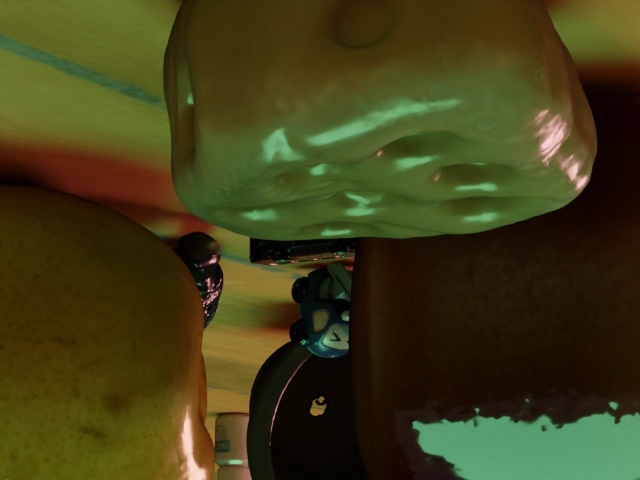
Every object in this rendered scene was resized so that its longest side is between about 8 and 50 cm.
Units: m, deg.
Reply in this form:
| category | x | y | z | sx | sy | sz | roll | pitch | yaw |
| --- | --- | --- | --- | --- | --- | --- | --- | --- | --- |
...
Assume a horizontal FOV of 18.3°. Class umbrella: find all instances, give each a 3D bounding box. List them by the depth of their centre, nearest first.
| category | x | y | z | sx | sy | sz | roll | pitch | yaw |
| --- | --- | --- | --- | --- | --- | --- | --- | --- | --- |
| umbrella | -0.101 | 0.039 | 1.545 | 0.070 | 0.071 | 0.248 | 3 | 165 | -13 |

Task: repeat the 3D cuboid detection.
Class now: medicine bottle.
| category | x | y | z | sx | sy | sz | roll | pitch | yaw |
| --- | --- | --- | --- | --- | --- | --- | --- | --- | --- |
| medicine bottle | -0.106 | 0.261 | 2.464 | 0.052 | 0.089 | 0.052 | 0 | 167 | 0 |

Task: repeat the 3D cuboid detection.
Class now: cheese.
| category | x | y | z | sx | sy | sz | roll | pitch | yaw |
| --- | --- | --- | --- | --- | --- | --- | --- | --- | --- |
| cheese | 0.029 | -0.069 | 0.949 | 0.218 | 0.117 | 0.235 | 8 | 164 | -35 |

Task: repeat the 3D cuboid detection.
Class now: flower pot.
| category | x | y | z | sx | sy | sz | roll | pitch | yaw |
| --- | --- | --- | --- | --- | --- | --- | --- | --- | --- |
| flower pot | 0.021 | 0.167 | 1.846 | 0.235 | 0.235 | 0.148 | 5 | -175 | -22 |

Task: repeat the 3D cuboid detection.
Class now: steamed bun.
| category | x | y | z | sx | sy | sz | roll | pitch | yaw |
| --- | --- | --- | --- | --- | --- | --- | --- | --- | --- |
| steamed bun | 0.137 | 0.068 | 1.232 | 0.235 | 0.248 | 0.379 | 2 | 166 | 5 |

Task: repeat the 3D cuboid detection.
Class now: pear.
| category | x | y | z | sx | sy | sz | roll | pitch | yaw |
| --- | --- | --- | --- | --- | --- | --- | --- | --- | --- |
| pear | -0.222 | 0.102 | 1.346 | 0.314 | 0.314 | 0.314 | 0 | 167 | 0 |

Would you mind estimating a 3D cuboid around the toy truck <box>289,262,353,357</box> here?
| category | x | y | z | sx | sy | sz | roll | pitch | yaw |
| --- | --- | --- | --- | --- | --- | --- | --- | --- | --- |
| toy truck | 0.022 | 0.055 | 1.589 | 0.056 | 0.073 | 0.090 | 9 | 165 | -36 |

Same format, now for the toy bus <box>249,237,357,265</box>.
| category | x | y | z | sx | sy | sz | roll | pitch | yaw |
| --- | --- | --- | --- | --- | --- | --- | --- | --- | --- |
| toy bus | 0.000 | 0.000 | 1.448 | 0.110 | 0.031 | 0.043 | -6 | 168 | 32 |
